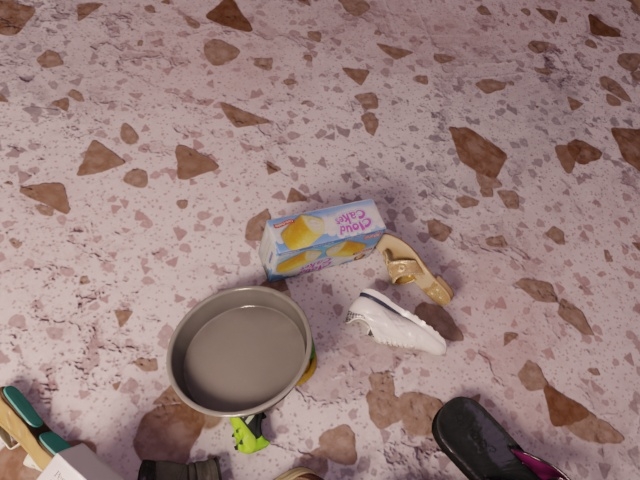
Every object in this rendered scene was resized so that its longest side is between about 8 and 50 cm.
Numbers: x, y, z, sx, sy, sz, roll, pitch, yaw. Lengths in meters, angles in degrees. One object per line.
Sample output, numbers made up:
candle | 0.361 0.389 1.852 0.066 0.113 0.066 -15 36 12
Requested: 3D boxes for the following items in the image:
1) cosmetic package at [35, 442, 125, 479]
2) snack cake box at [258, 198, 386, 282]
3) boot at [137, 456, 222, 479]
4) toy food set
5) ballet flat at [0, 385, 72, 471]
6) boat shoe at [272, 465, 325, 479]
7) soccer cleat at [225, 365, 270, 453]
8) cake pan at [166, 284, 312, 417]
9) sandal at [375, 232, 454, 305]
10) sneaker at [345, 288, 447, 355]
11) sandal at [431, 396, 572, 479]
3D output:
cosmetic package | -0.341 0.553 0.933 0.377 0.097 0.284 37 85 9
snack cake box | 0.000 0.000 1.394 0.264 0.152 0.089 -14 64 -21
boot | -0.249 0.508 1.068 0.161 0.083 0.246 8 59 -17
toy food set | -0.080 0.201 1.299 0.128 0.071 0.217 -13 63 -21
ballet flat | -0.523 0.365 1.099 0.232 0.080 0.073 41 86 15
boat shoe | -0.111 0.525 1.042 0.342 0.123 0.123 -25 101 -30
soccer cleat | -0.153 0.337 1.212 0.072 0.060 0.178 2 56 -36
cake pan | -0.158 0.223 1.209 0.293 0.054 0.293 -5 51 6
sandal | 0.205 0.081 1.434 0.240 0.088 0.079 41 52 6
sneaker | 0.171 0.205 1.363 0.235 0.090 0.094 30 70 9
sandal | 0.418 0.499 1.220 0.446 0.107 0.167 41 59 11
